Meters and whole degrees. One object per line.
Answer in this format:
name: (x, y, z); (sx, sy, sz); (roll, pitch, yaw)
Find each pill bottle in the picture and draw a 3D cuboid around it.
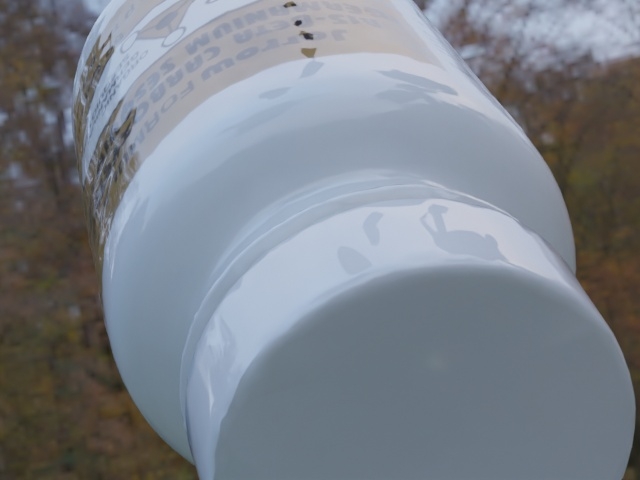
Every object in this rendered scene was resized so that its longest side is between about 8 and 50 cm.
pill bottle: (0.000, 0.000, 0.455); (0.131, 0.131, 0.229); (-10, 28, -9)
